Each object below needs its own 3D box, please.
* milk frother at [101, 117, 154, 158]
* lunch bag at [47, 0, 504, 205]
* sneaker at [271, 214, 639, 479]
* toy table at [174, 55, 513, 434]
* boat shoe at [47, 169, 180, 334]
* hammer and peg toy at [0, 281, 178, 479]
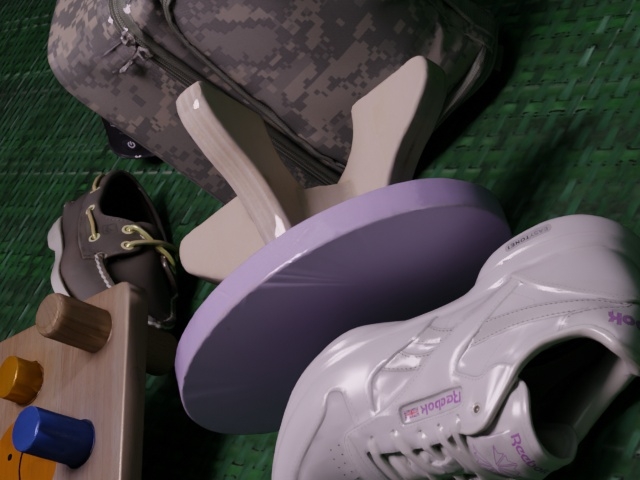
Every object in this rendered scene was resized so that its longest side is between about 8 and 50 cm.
[{"bbox_3d":[-0.171,-0.181,1.921,0.129,0.135,0.143,-12,40,5],"label":"milk frother"},{"bbox_3d":[-0.034,-0.183,1.543,0.256,0.305,0.213,-33,33,33],"label":"lunch bag"},{"bbox_3d":[0.083,0.107,1.222,0.305,0.114,0.152,-39,29,22],"label":"sneaker"},{"bbox_3d":[0.000,0.000,1.366,0.274,0.252,0.161,-29,50,17],"label":"toy table"},{"bbox_3d":[-0.180,0.018,1.726,0.091,0.109,0.305,-52,24,8],"label":"boat shoe"},{"bbox_3d":[-0.223,0.231,1.500,0.266,0.127,0.361,-26,53,39],"label":"hammer and peg toy"}]
